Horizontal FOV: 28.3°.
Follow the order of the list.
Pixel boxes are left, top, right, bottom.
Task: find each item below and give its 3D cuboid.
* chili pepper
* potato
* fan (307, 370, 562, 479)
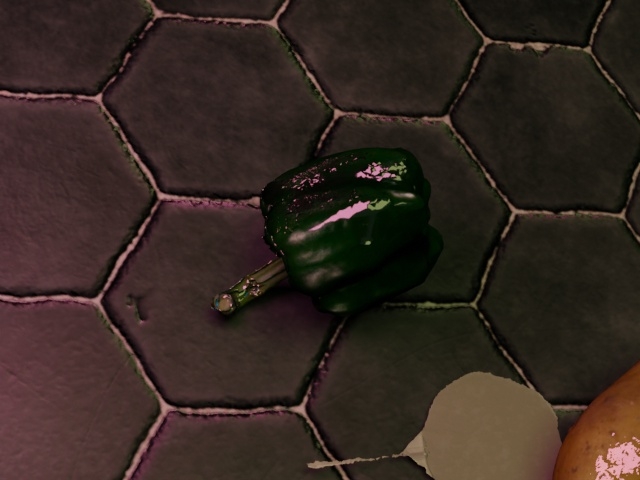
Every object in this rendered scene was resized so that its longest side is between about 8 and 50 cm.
[{"bbox_3d":[0.000,0.000,1.377,0.261,0.174,0.165,-19,69,15],"label":"chili pepper"},{"bbox_3d":[0.364,0.249,1.350,0.266,0.229,0.229,-38,78,-14],"label":"potato"},{"bbox_3d":[0.130,0.232,1.382,0.310,0.010,0.182,-1,63,-20],"label":"fan"}]
